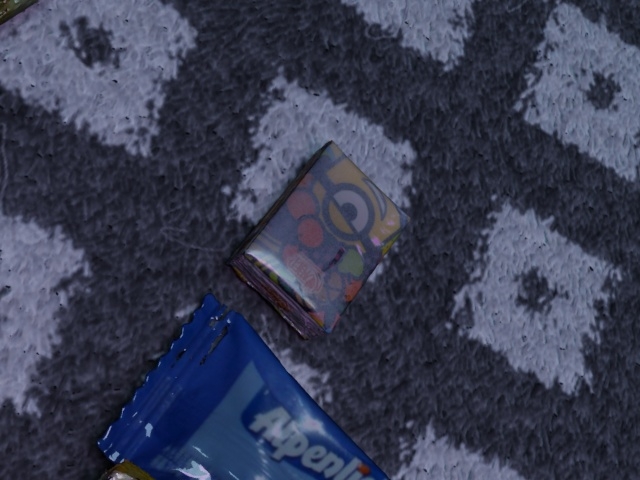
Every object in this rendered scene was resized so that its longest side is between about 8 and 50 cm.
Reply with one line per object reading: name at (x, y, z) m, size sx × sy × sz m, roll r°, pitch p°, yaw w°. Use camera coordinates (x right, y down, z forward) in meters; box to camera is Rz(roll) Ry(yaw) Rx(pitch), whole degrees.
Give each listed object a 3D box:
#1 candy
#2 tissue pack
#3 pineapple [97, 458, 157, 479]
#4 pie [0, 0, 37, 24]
candy at (-0.027, 0.217, 1.232) m, size 0.331 × 0.077 × 0.187 m, roll 47°, pitch 54°, yaw -11°
tissue pack at (0.000, 0.000, 1.307) m, size 0.108 × 0.060 × 0.148 m, roll 44°, pitch 61°, yaw -10°
pineapple at (-0.108, 0.289, 1.145) m, size 0.233 × 0.079 × 0.135 m, roll 35°, pitch 89°, yaw 0°
pie at (-0.336, -0.308, 1.201) m, size 0.296 × 0.078 × 0.371 m, roll 43°, pitch 61°, yaw -14°
